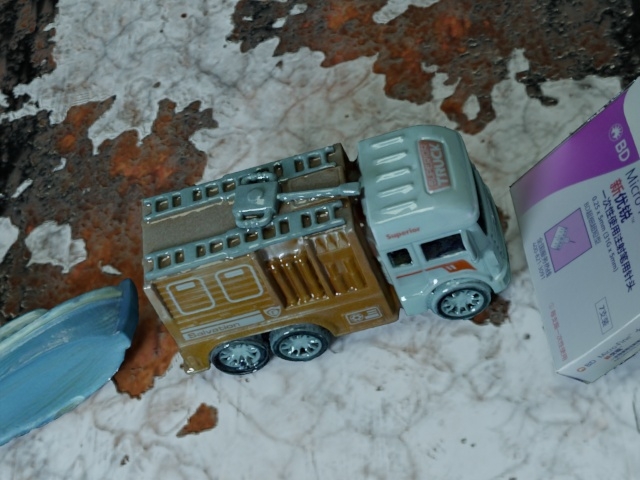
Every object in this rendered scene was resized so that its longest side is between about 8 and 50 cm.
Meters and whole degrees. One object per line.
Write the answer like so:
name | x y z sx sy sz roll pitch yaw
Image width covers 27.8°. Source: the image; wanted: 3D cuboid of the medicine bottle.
medicine bottle | 0.242 -0.009 1.057 0.171 0.052 0.201 -43 41 39

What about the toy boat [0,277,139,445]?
toy boat | -0.263 0.099 1.198 0.215 0.088 0.102 -31 47 -2

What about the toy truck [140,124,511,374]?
toy truck | 0.000 0.000 1.123 0.305 0.162 0.136 -15 51 9
